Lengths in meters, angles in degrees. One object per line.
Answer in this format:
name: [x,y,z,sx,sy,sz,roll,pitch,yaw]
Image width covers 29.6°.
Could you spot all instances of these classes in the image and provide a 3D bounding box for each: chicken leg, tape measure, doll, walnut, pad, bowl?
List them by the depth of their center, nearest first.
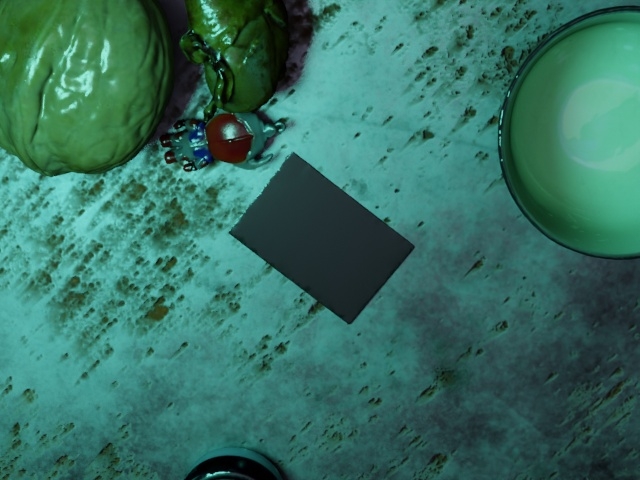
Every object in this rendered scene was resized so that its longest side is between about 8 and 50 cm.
chicken leg: [-0.134,-0.361,1.714,0.140,0.211,0.361,-6,109,30]
walnut: [-0.350,-0.239,1.721,0.277,0.252,0.313,14,107,-15]
bowl: [0.421,-0.164,1.746,0.354,0.185,0.353,0,104,2]
doll: [-0.146,-0.154,1.835,0.195,0.062,0.104,-10,86,13]
pad: [0.000,0.000,1.895,0.245,0.006,0.170,37,101,-8]
tape measure: [-0.141,0.427,1.957,0.182,0.107,0.181,28,106,-5]
